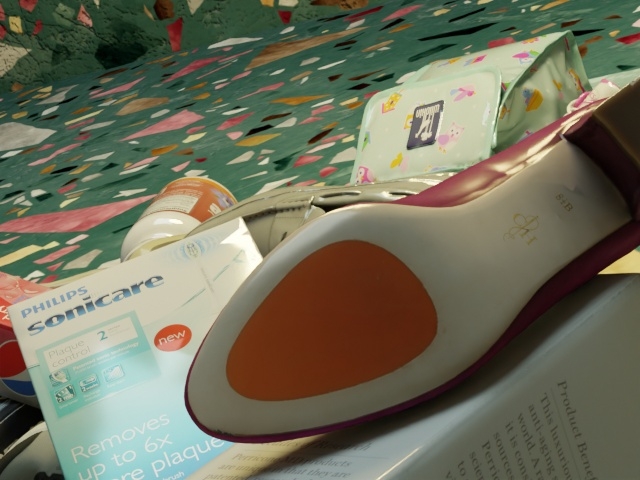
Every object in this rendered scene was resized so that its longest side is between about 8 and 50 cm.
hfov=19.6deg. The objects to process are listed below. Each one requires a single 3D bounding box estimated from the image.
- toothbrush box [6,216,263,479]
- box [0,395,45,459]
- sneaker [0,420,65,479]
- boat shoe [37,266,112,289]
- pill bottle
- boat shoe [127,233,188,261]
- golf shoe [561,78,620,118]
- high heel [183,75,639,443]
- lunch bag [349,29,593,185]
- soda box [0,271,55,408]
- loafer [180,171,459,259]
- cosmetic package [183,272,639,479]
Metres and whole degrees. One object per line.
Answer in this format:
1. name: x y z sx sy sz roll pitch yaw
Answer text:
1. toothbrush box: -0.103 0.144 1.477 0.216 0.126 0.295 -21 41 -7
2. box: -0.460 0.260 1.747 0.318 0.097 0.395 -7 20 28
3. sneaker: -0.186 0.211 1.599 0.271 0.100 0.108 -9 24 30
4. boat shoe: -0.339 0.113 2.060 0.324 0.123 0.116 -19 18 6
5. pill bottle: -0.168 0.011 2.197 0.121 0.121 0.216 -15 17 14
6. boat shoe: -0.072 0.034 2.063 0.302 0.113 0.103 -20 43 -38
7. golf shoe: 0.283 -0.099 2.022 0.306 0.140 0.115 -20 17 3
8. high heel: 0.081 0.027 1.143 0.377 0.127 0.181 -27 -12 -13
9. lunch bag: 0.177 -0.131 2.206 0.223 0.160 0.262 -10 20 40
10. soda box: -0.227 0.113 1.765 0.263 0.083 0.092 16 29 20
11. loafer: 0.000 0.000 1.779 0.319 0.112 0.111 -14 8 18
12. cosmetic package: 0.040 0.215 1.089 0.161 0.230 0.453 -3 22 46
